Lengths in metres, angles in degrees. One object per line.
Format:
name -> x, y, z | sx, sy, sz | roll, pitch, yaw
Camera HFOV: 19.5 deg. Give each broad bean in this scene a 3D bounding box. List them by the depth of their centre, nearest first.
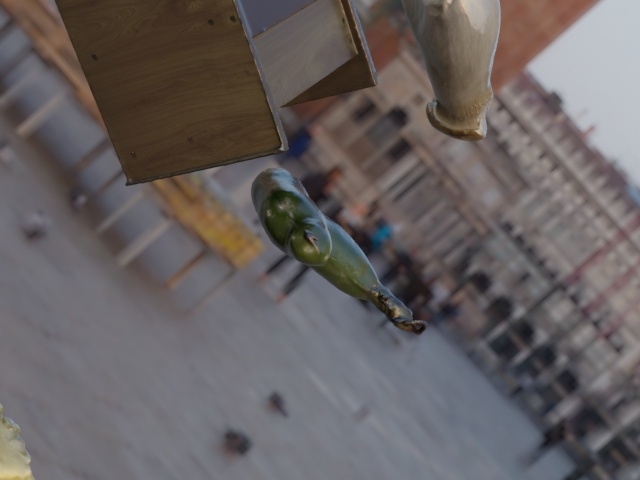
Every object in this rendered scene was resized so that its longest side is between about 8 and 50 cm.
broad bean -> 0.000, 0.000, 1.490 | 0.144, 0.049, 0.292 | 42, 1, 23

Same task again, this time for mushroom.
mushroom -> 0.149, -0.212, 1.987 | 0.116, 0.093, 0.225 | 18, -42, 45

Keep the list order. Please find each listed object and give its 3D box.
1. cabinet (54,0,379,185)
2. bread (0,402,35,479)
cabinet -> -0.085, -0.174, 1.355 | 0.175, 0.148, 0.215 | -42, 116, -57
bread -> -0.458, 0.120, 1.567 | 0.242, 0.405, 0.345 | 115, -38, -52
